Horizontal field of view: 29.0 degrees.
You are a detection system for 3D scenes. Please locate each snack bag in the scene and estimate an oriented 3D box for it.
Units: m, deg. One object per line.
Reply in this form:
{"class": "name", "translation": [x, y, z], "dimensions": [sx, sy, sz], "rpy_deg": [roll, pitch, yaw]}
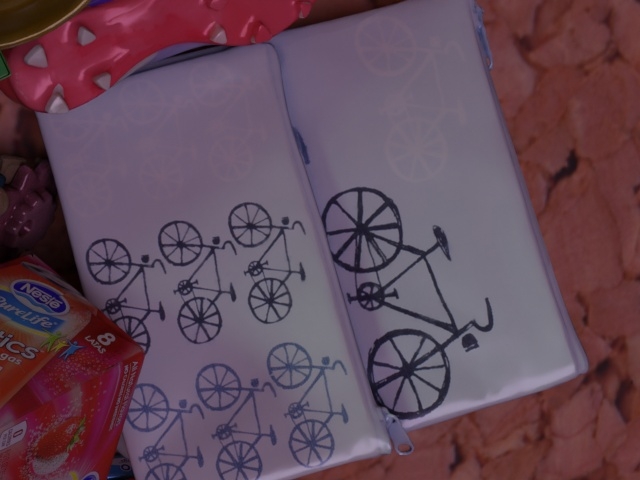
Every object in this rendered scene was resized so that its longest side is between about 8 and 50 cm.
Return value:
{"class": "snack bag", "translation": [0.000, 0.000, 0.877], "dimensions": [0.342, 0.037, 0.323], "rpy_deg": [-15, 81, -8]}

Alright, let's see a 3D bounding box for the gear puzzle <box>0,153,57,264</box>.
{"class": "gear puzzle", "translation": [-0.282, 0.094, 0.851], "dimensions": [0.044, 0.175, 0.339], "rpy_deg": [31, 99, 14]}

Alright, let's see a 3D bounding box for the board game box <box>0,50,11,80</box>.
{"class": "board game box", "translation": [-0.352, -0.113, 0.653], "dimensions": [0.317, 0.046, 0.213], "rpy_deg": [-31, 128, -18]}

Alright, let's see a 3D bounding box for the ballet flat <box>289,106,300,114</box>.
{"class": "ballet flat", "translation": [0.042, -0.088, 0.970], "dimensions": [0.188, 0.070, 0.070], "rpy_deg": [21, 101, -32]}

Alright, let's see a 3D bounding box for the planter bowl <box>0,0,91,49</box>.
{"class": "planter bowl", "translation": [-0.229, -0.233, 0.774], "dimensions": [0.217, 0.090, 0.217], "rpy_deg": [-8, 112, -19]}

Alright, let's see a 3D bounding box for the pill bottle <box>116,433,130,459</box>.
{"class": "pill bottle", "translation": [-0.089, 0.062, 0.938], "dimensions": [0.208, 0.119, 0.119], "rpy_deg": [-35, 120, -7]}

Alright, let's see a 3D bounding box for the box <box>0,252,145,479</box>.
{"class": "box", "translation": [-0.227, 0.154, 0.832], "dimensions": [0.128, 0.122, 0.257], "rpy_deg": [-26, 145, -50]}

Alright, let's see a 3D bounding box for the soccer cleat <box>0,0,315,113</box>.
{"class": "soccer cleat", "translation": [-0.113, -0.161, 0.862], "dimensions": [0.248, 0.095, 0.083], "rpy_deg": [-28, 125, -19]}

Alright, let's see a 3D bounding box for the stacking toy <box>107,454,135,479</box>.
{"class": "stacking toy", "translation": [-0.111, 0.302, 0.919], "dimensions": [0.175, 0.302, 0.166], "rpy_deg": [6, 108, -24]}
